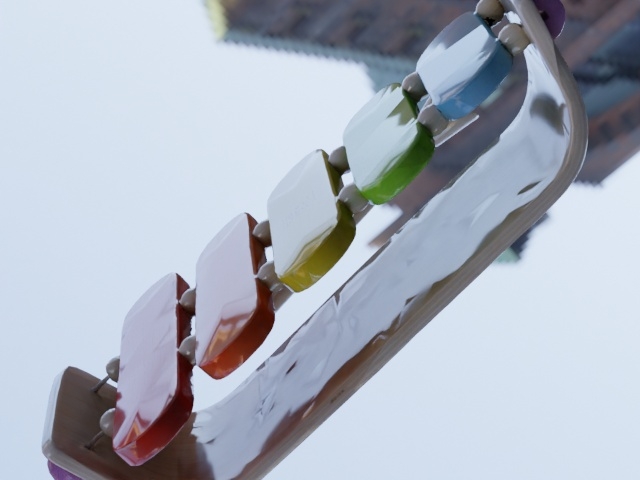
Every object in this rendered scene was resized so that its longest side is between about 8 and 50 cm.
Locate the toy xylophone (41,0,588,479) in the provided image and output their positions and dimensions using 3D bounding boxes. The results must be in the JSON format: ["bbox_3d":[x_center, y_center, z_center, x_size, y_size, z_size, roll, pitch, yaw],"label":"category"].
[{"bbox_3d":[0.000,0.000,0.935,0.081,0.322,0.236,44,-179,-14],"label":"toy xylophone"}]
